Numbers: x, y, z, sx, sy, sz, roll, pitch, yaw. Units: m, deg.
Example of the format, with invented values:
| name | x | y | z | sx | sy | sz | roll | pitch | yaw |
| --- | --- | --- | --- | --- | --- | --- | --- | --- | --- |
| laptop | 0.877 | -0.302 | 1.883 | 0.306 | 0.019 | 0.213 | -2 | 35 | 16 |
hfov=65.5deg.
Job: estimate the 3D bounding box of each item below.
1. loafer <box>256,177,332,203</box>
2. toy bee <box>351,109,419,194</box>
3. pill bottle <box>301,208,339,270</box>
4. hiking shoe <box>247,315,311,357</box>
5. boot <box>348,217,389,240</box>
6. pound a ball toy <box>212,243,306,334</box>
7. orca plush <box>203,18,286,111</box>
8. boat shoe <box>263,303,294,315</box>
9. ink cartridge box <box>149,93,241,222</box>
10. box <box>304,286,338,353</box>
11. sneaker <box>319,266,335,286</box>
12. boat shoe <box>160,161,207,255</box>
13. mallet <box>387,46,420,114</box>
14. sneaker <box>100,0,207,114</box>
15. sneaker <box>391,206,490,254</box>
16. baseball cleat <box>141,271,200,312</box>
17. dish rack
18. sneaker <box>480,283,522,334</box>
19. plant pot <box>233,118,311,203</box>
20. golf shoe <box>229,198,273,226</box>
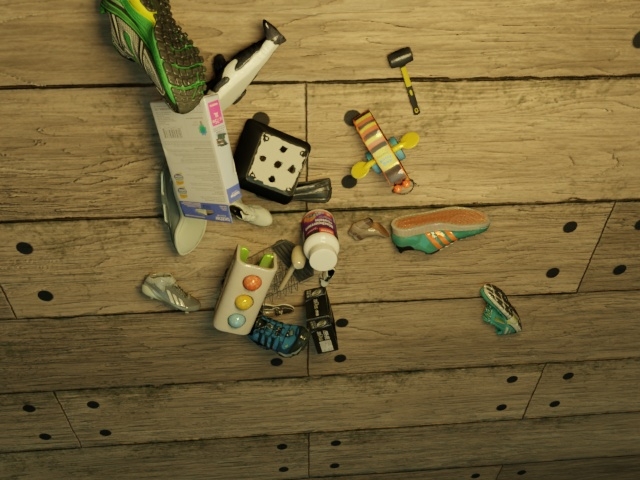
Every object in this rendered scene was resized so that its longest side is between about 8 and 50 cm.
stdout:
| name | x | y | z | sx | sy | sz | roll | pitch | yaw |
| --- | --- | --- | --- | --- | --- | --- | --- | --- | --- |
| loafer | -0.077 | -0.153 | 1.443 | 0.223 | 0.076 | 0.078 | 1 | 111 | -4 |
| toy bee | 0.202 | -0.215 | 1.366 | 0.298 | 0.162 | 0.195 | 28 | 117 | -24 |
| pill bottle | 0.000 | 0.000 | 1.484 | 0.108 | 0.193 | 0.108 | -3 | 127 | -4 |
| hiking shoe | -0.162 | 0.318 | 1.681 | 0.304 | 0.113 | 0.132 | -10 | 138 | 47 |
| boot | 0.150 | -0.025 | 1.581 | 0.118 | 0.042 | 0.087 | 37 | 122 | -27 |
| pound a ball toy | -0.189 | 0.151 | 1.529 | 0.208 | 0.136 | 0.319 | 16 | 122 | -17 |
| orca plush | -0.222 | -0.423 | 1.206 | 0.102 | 0.151 | 0.287 | 48 | 119 | 2 |
| boat shoe | -0.155 | 0.248 | 1.752 | 0.125 | 0.038 | 0.046 | 7 | 126 | -10 |
| ink cartridge box | -0.303 | -0.201 | 1.242 | 0.185 | 0.065 | 0.311 | 7 | 117 | 31 |
| box | 0.004 | 0.276 | 1.721 | 0.077 | 0.147 | 0.180 | -12 | 126 | 4 |
| sneaker | 0.022 | 0.119 | 1.670 | 0.040 | 0.044 | 0.109 | 8 | 127 | -14 |
| boat shoe | -0.409 | -0.094 | 1.456 | 0.099 | 0.116 | 0.319 | 34 | 137 | 23 |
| mallet | 0.238 | -0.415 | 1.299 | 0.062 | 0.039 | 0.190 | -25 | 129 | 17 |
| sneaker | -0.372 | -0.428 | 1.110 | 0.146 | 0.134 | 0.344 | -32 | 81 | 31 |
| sneaker | 0.376 | -0.025 | 1.565 | 0.302 | 0.108 | 0.121 | -5 | 128 | 8 |
| baseball cleat | -0.480 | 0.168 | 1.641 | 0.206 | 0.072 | 0.109 | 22 | 115 | -25 |
| dish rack | -0.163 | 0.119 | 1.633 | 0.271 | 0.074 | 0.208 | -27 | 125 | 14 |
| sneaker | 0.641 | 0.264 | 1.808 | 0.110 | 0.107 | 0.275 | -25 | 126 | 24 |
| plant pot | -0.126 | -0.199 | 1.295 | 0.187 | 0.167 | 0.188 | 20 | 96 | -17 |
| golf shoe | -0.220 | -0.076 | 1.475 | 0.176 | 0.086 | 0.069 | 26 | 119 | -24 |
